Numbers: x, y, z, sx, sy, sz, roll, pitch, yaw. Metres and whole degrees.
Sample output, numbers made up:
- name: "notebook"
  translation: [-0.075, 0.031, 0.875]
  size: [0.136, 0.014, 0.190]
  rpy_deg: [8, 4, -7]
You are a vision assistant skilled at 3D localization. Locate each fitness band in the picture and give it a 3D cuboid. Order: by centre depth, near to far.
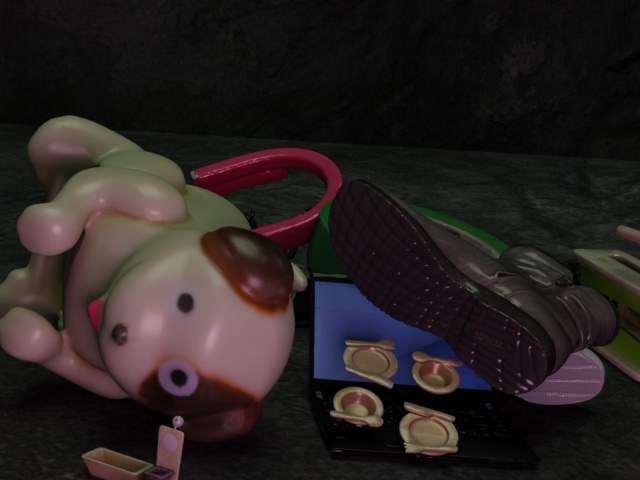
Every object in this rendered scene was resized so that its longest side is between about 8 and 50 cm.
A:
- name: "fitness band"
  translation: [-0.105, -0.055, 2.023]
  size: [0.291, 0.054, 0.209]
  rpy_deg: [-17, 39, -6]

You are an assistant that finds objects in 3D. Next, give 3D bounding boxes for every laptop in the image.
- name: "laptop"
  translation: [0.112, 0.143, 1.500]
  size: [0.234, 0.136, 0.264]
  rpy_deg: [4, 13, -10]

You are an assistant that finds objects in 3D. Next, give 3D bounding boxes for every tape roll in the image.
- name: "tape roll"
  translation: [0.142, 0.034, 1.876]
  size: [0.321, 0.077, 0.321]
  rpy_deg: [15, 20, -6]

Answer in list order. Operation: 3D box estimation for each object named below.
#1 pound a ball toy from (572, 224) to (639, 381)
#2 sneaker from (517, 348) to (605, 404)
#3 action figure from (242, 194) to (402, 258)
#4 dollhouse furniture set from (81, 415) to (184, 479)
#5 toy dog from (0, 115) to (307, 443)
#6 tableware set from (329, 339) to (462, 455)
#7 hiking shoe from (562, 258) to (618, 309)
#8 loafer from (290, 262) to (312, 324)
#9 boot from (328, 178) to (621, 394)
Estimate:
- name: "pound a ball toy"
  translation: [0.477, 0.073, 1.857]
  size: [0.136, 0.208, 0.319]
  rpy_deg: [3, 12, -15]
- name: "sneaker"
  translation: [0.237, 0.143, 1.667]
  size: [0.258, 0.094, 0.091]
  rpy_deg: [11, 17, 19]
- name: "action figure"
  translation: [0.000, 0.000, 2.093]
  size: [0.276, 0.140, 0.164]
  rpy_deg: [-10, 12, -6]
- name: "dollhouse furniture set"
  translation: [-0.179, 0.197, 1.215]
  size: [0.114, 0.081, 0.091]
  rpy_deg: [13, 14, 25]
- name: "toy dog"
  translation: [-0.174, 0.072, 1.473]
  size: [0.395, 0.284, 0.408]
  rpy_deg: [21, 7, -25]
- name: "tableware set"
  translation: [0.086, 0.167, 1.433]
  size: [0.141, 0.020, 0.168]
  rpy_deg: [13, 38, 1]
- name: "hiking shoe"
  translation: [0.495, 0.080, 2.171]
  size: [0.227, 0.086, 0.114]
  rpy_deg: [12, -1, -1]
- name: "loafer"
  translation: [-0.058, 0.070, 1.832]
  size: [0.251, 0.094, 0.087]
  rpy_deg: [4, 9, -15]
- name: "boot"
  translation: [0.180, 0.040, 1.562]
  size: [0.338, 0.118, 0.223]
  rpy_deg: [44, 33, 17]
